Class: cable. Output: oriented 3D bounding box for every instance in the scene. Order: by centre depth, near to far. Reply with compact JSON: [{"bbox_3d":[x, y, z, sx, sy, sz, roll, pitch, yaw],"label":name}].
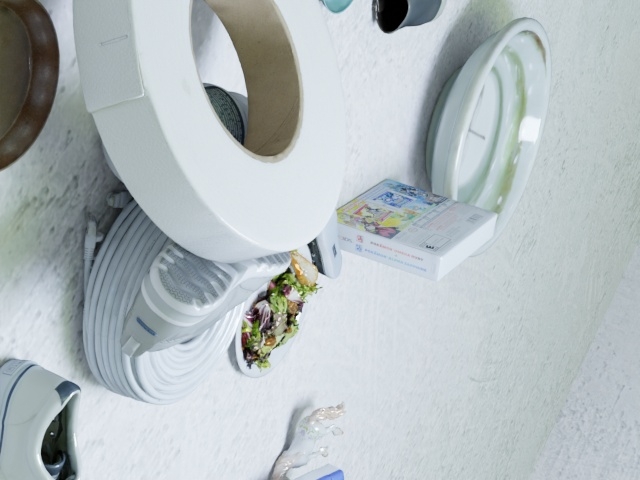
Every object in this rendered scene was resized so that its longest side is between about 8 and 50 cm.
[{"bbox_3d":[-0.166,0.056,1.590,0.257,0.089,0.257,-28,130,-58],"label":"cable"}]

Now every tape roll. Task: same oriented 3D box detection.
[{"bbox_3d":[-0.098,-0.170,1.409,0.392,0.072,0.392,31,53,-53],"label":"tape roll"}]

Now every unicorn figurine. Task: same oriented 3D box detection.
[{"bbox_3d":[-0.022,0.310,2.106,0.111,0.060,0.162,-9,116,-54],"label":"unicorn figurine"}]

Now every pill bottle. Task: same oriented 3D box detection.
[{"bbox_3d":[-0.140,-0.114,1.511,0.180,0.108,0.108,-17,121,-61],"label":"pill bottle"}]

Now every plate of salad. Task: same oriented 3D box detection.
[{"bbox_3d":[-0.053,0.093,1.907,0.200,0.048,0.200,-46,145,-46],"label":"plate of salad"}]

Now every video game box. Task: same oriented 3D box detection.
[{"bbox_3d":[0.131,-0.018,2.054,0.205,0.187,0.048,-32,138,-55],"label":"video game box"}]

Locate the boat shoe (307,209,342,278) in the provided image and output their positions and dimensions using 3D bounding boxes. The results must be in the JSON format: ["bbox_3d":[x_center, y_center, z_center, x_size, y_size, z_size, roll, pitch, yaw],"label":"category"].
[{"bbox_3d":[0.000,0.000,1.963,0.142,0.040,0.049,81,29,-46],"label":"boat shoe"}]

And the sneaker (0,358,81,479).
[{"bbox_3d":[-0.294,0.250,1.444,0.094,0.091,0.258,-30,132,-57],"label":"sneaker"}]

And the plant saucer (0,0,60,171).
[{"bbox_3d":[-0.294,-0.142,1.261,0.168,0.029,0.168,-44,144,-45],"label":"plant saucer"}]

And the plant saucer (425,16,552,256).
[{"bbox_3d":[0.260,-0.176,2.329,0.400,0.100,0.400,-44,143,-46],"label":"plant saucer"}]

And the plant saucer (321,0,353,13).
[{"bbox_3d":[0.022,-0.348,1.804,0.119,0.021,0.119,-43,142,-46],"label":"plant saucer"}]

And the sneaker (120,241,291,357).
[{"bbox_3d":[-0.127,0.037,1.474,0.115,0.105,0.281,-46,173,26],"label":"sneaker"}]

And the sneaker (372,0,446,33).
[{"bbox_3d":[0.137,-0.391,1.944,0.118,0.083,0.222,-36,138,-53],"label":"sneaker"}]

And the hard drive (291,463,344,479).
[{"bbox_3d":[-0.092,0.457,2.001,0.319,0.040,0.210,-15,120,-49],"label":"hard drive"}]
